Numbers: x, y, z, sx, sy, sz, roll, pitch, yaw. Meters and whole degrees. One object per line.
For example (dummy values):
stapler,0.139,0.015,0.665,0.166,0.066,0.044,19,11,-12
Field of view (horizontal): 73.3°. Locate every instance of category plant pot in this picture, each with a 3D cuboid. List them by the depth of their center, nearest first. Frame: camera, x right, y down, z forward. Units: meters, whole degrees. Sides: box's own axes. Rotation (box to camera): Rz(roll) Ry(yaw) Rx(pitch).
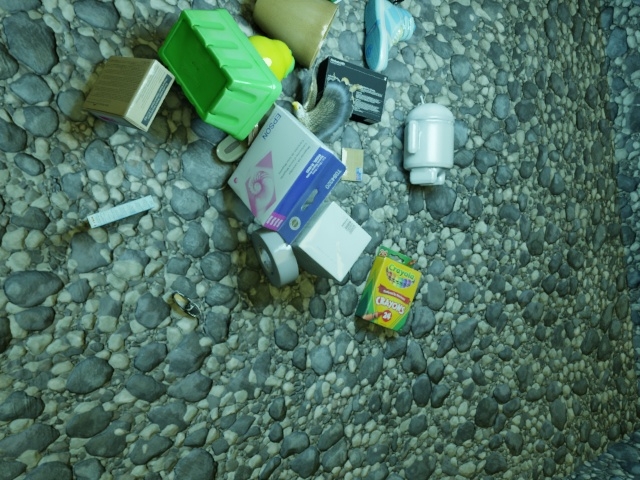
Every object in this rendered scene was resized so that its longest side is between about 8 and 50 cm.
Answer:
plant pot,-0.099,-0.772,1.509,0.254,0.237,0.237,26,81,-9

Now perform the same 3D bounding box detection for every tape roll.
tape roll,-0.161,0.055,1.500,0.072,0.219,0.219,-24,102,-21

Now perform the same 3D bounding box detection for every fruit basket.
fruit basket,-0.263,-0.540,1.380,0.392,0.392,0.283,36,122,-21

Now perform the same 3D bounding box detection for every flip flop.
flip flop,-0.252,-0.374,1.468,0.277,0.080,0.112,-37,78,7

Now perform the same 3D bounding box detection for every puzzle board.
puzzle board,0.127,-0.304,1.731,0.096,0.011,0.128,0,92,-25

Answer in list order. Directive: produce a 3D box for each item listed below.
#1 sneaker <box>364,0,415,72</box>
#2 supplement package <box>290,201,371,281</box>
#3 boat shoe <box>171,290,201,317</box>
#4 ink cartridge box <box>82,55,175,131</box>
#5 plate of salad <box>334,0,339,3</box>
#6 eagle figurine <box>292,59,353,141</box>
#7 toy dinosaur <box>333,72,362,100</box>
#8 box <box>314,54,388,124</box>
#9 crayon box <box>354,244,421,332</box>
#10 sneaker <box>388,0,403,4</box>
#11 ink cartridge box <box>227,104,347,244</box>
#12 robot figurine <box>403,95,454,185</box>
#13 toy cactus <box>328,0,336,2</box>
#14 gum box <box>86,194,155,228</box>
sneaker,0.288,-0.802,1.702,0.208,0.127,0.319,5,79,-25
supplement package,0.000,0.000,1.546,0.199,0.263,0.198,42,75,-20
boat shoe,-0.458,0.220,1.472,0.046,0.038,0.125,-43,108,-17
ink cartridge box,-0.576,-0.443,1.287,0.088,0.235,0.193,35,77,-58
plate of salad,0.021,-1.006,1.635,0.200,0.048,0.199,-1,93,-23
eagle figurine,-0.038,-0.449,1.515,0.298,0.225,0.226,-44,101,1
toy dinosaur,0.085,-0.546,1.561,0.183,0.053,0.092,-7,99,-51
box,0.116,-0.574,1.665,0.261,0.103,0.184,10,92,-24
crayon box,0.290,0.199,1.786,0.202,0.081,0.318,23,82,-23
sneaker,0.234,-1.020,1.698,0.296,0.104,0.146,-8,90,-28
ink cartridge box,-0.122,-0.211,1.392,0.324,0.330,0.071,-53,151,19
robot figurine,0.444,-0.404,1.765,0.300,0.200,0.353,1,92,-52
toy cactus,-0.001,-0.896,1.584,0.180,0.219,0.112,30,56,-63
gum box,-0.611,-0.087,1.326,0.184,0.157,0.041,-23,102,-22
